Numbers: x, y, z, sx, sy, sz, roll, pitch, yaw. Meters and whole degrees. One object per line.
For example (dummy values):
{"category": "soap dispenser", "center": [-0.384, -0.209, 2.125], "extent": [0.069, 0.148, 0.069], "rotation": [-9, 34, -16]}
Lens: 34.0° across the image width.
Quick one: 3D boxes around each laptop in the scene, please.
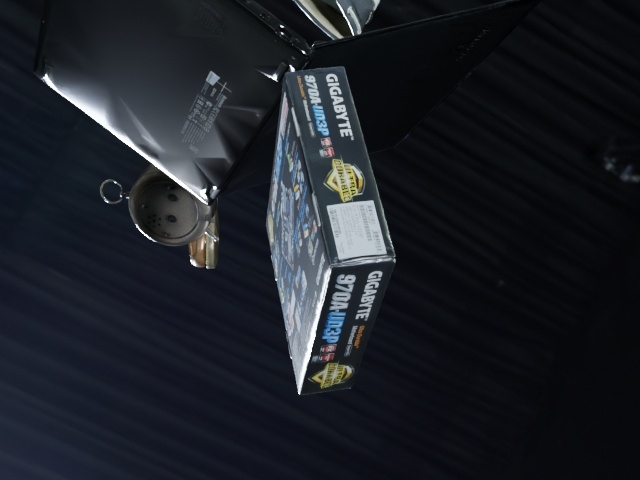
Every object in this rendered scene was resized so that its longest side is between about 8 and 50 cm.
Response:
{"category": "laptop", "center": [-0.059, -0.216, 1.120], "extent": [0.236, 0.408, 0.382], "rotation": [-56, -175, -27]}

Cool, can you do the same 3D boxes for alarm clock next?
{"category": "alarm clock", "center": [-0.245, -0.059, 1.598], "extent": [0.064, 0.192, 0.129], "rotation": [-68, 167, -62]}

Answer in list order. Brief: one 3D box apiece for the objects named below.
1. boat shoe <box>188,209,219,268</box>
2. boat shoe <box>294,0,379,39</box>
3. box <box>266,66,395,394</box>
{"category": "boat shoe", "center": [-0.233, -0.091, 1.812], "extent": [0.111, 0.104, 0.308], "rotation": [98, -13, -64]}
{"category": "boat shoe", "center": [-0.022, -0.397, 1.524], "extent": [0.114, 0.302, 0.091], "rotation": [4, -113, 49]}
{"category": "box", "center": [0.000, 0.000, 0.839], "extent": [0.220, 0.051, 0.175], "rotation": [102, -21, -57]}
